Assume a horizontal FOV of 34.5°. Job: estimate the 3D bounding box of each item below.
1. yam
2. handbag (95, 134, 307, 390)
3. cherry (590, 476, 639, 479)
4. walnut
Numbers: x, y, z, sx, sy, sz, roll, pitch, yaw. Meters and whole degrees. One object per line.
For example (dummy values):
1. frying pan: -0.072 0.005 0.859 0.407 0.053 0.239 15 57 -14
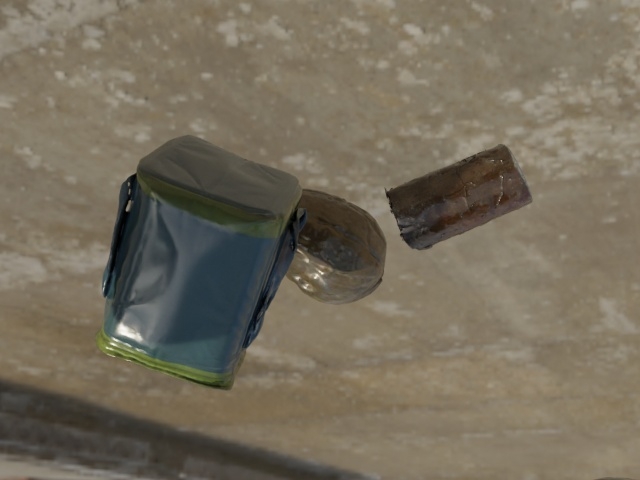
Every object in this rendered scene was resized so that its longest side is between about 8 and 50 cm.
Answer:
1. yam: 0.144 -0.045 1.089 0.141 0.079 0.079 -24 156 6
2. handbag: -0.151 0.019 1.299 0.222 0.241 0.263 19 -163 -2
3. cherry: 0.297 0.333 0.915 0.296 0.218 0.255 12 144 45
4. walnut: -0.001 0.002 1.624 0.230 0.178 0.178 30 161 7
